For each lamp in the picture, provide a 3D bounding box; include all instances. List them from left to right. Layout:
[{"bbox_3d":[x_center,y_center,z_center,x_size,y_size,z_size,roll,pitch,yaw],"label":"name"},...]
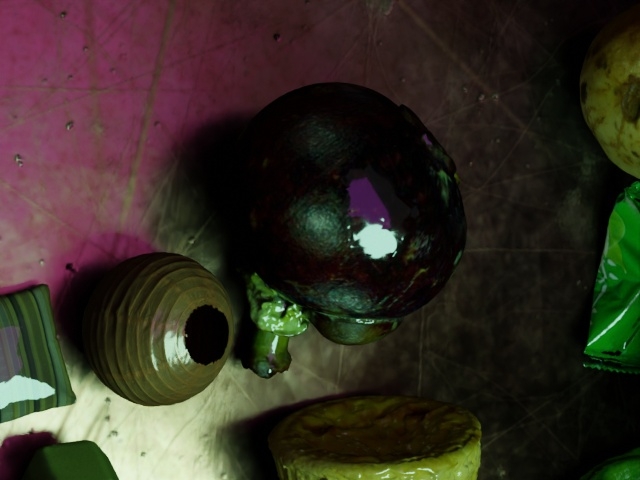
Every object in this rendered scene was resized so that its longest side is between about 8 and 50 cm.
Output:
[{"bbox_3d":[-0.143,0.078,1.253,0.136,0.136,0.136,1,88,-26],"label":"lamp"}]

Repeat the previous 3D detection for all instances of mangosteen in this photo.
[{"bbox_3d":[0.000,0.000,1.295,0.231,0.231,0.289,32,102,-22],"label":"mangosteen"}]

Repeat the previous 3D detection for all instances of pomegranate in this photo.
[{"bbox_3d":[0.384,-0.156,1.476,0.215,0.215,0.215,1,88,-26],"label":"pomegranate"}]

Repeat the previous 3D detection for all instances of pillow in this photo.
[{"bbox_3d":[-0.316,0.112,1.217,0.203,0.038,0.113,-13,91,-27],"label":"pillow"}]

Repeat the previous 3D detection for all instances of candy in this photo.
[{"bbox_3d":[0.351,0.045,1.530,0.141,0.078,0.203,12,88,-25],"label":"candy"}]

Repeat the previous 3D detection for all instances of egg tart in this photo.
[{"bbox_3d":[0.051,0.238,1.324,0.202,0.202,0.147,-8,106,-26],"label":"egg tart"}]

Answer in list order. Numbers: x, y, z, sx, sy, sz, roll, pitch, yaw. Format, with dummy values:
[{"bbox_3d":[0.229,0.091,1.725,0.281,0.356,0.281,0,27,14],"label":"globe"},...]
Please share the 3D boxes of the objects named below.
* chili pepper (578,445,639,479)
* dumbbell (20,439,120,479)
[{"bbox_3d":[0.311,0.281,1.500,0.257,0.074,0.100,-26,99,-26],"label":"chili pepper"},{"bbox_3d":[-0.311,0.242,1.175,0.301,0.121,0.108,-5,62,-27],"label":"dumbbell"}]
